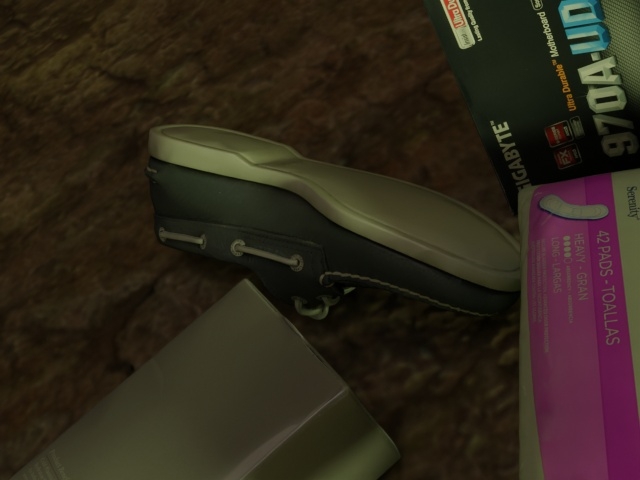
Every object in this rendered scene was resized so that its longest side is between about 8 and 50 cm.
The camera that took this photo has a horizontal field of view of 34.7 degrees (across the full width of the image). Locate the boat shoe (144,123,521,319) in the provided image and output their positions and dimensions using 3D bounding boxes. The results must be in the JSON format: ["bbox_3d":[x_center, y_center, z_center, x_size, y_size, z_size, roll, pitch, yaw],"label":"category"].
[{"bbox_3d":[0.000,0.000,0.727,0.319,0.116,0.099,22,110,31],"label":"boat shoe"}]

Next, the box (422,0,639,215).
[{"bbox_3d":[0.166,-0.129,0.630,0.175,0.220,0.051,-19,43,14],"label":"box"}]

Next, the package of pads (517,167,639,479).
[{"bbox_3d":[0.214,0.071,0.486,0.229,0.101,0.296,-9,39,17],"label":"package of pads"}]

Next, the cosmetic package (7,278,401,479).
[{"bbox_3d":[-0.085,0.152,0.627,0.238,0.107,0.127,-37,46,-7],"label":"cosmetic package"}]
